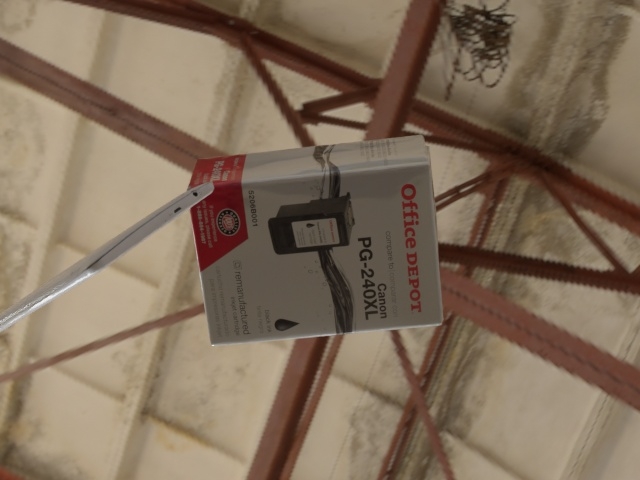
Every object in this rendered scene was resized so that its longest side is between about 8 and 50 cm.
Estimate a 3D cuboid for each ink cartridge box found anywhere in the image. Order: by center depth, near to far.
[{"bbox_3d":[0.000,0.000,0.773,0.150,0.063,0.109,-6,-70,3],"label":"ink cartridge box"}]

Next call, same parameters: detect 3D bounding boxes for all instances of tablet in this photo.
[{"bbox_3d":[-0.072,0.007,0.384,0.083,0.054,0.006,-26,-81,47],"label":"tablet"}]
